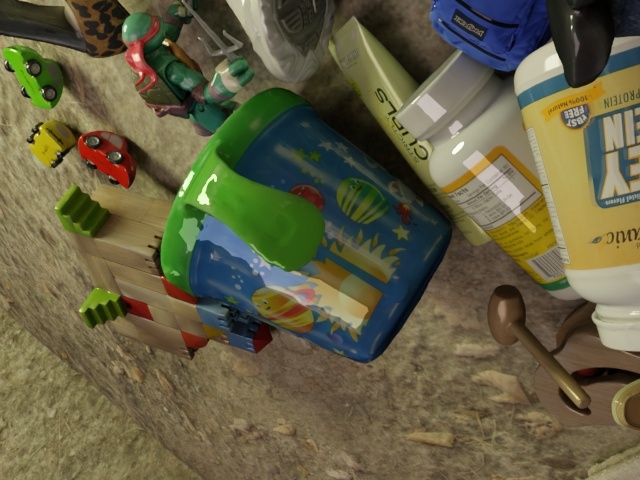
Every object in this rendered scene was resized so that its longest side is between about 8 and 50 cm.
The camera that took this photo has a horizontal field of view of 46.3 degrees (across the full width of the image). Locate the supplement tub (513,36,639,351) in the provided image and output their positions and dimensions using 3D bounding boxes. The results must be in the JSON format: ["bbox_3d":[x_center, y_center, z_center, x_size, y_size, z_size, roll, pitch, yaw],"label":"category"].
[{"bbox_3d":[0.220,-0.041,0.488,0.144,0.144,0.199,-16,90,54],"label":"supplement tub"}]

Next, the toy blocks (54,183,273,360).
[{"bbox_3d":[-0.215,0.071,1.161,0.261,0.190,0.381,15,144,17],"label":"toy blocks"}]

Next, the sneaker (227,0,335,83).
[{"bbox_3d":[-0.067,-0.250,0.665,0.115,0.090,0.232,11,130,49],"label":"sneaker"}]

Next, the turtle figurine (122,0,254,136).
[{"bbox_3d":[-0.133,-0.175,0.761,0.175,0.118,0.234,61,-179,32],"label":"turtle figurine"}]

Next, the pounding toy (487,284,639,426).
[{"bbox_3d":[0.281,0.150,0.719,0.270,0.155,0.154,22,140,27],"label":"pounding toy"}]

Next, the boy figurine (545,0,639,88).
[{"bbox_3d":[0.251,-0.140,0.341,0.286,0.092,0.177,-6,141,9],"label":"boy figurine"}]

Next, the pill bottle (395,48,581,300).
[{"bbox_3d":[0.164,-0.060,0.614,0.208,0.117,0.117,43,149,-6],"label":"pill bottle"}]

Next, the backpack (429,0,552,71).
[{"bbox_3d":[0.126,-0.180,0.522,0.098,0.101,0.120,40,153,12],"label":"backpack"}]

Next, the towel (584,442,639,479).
[{"bbox_3d":[0.434,0.290,0.839,0.187,0.049,0.282,33,148,10],"label":"towel"}]

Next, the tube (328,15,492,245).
[{"bbox_3d":[0.092,-0.101,0.698,0.070,0.062,0.240,-32,104,37],"label":"tube"}]

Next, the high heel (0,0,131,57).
[{"bbox_3d":[-0.223,-0.295,0.764,0.261,0.186,0.093,-43,61,39],"label":"high heel"}]

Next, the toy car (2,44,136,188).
[{"bbox_3d":[-0.376,-0.190,1.087,0.239,0.053,0.224,14,140,35],"label":"toy car"}]

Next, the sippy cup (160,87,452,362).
[{"bbox_3d":[0.000,0.000,0.749,0.224,0.305,0.240,31,128,13],"label":"sippy cup"}]

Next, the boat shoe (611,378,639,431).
[{"bbox_3d":[0.307,0.131,0.602,0.045,0.136,0.050,19,-117,-86],"label":"boat shoe"}]
